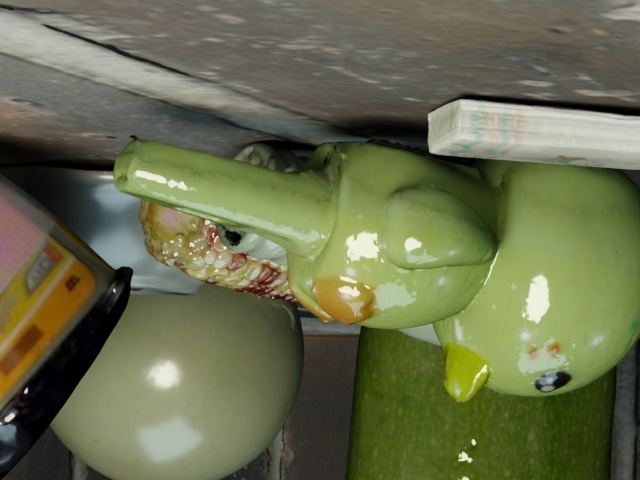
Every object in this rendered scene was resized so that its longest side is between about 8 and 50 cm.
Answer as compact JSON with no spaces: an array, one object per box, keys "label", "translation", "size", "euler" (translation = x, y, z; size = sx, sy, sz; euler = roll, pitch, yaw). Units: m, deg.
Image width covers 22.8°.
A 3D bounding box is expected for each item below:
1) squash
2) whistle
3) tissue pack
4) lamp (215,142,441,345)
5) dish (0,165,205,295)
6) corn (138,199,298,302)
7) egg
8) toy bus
[{"label":"squash","translation":[0.153,0.200,1.542],"size":[0.263,0.384,0.263],"euler":[4,176,0]},{"label":"whistle","translation":[0.045,0.014,0.784],"size":[0.294,0.141,0.141],"euler":[-1,176,-20]},{"label":"tissue pack","translation":[0.107,-0.048,0.732],"size":[0.108,0.023,0.056],"euler":[3,176,-10]},{"label":"lamp","translation":[0.033,-0.003,0.905],"size":[0.193,0.106,0.106],"euler":[16,169,-28]},{"label":"dish","translation":[-0.135,0.001,1.072],"size":[0.229,0.081,0.229],"euler":[1,175,0]},{"label":"corn","translation":[0.000,0.000,0.990],"size":[0.253,0.086,0.086],"euler":[10,171,-43]},{"label":"egg","translation":[-0.121,0.087,1.257],"size":[0.219,0.219,0.269],"euler":[3,-168,-13]},{"label":"toy bus","translation":[-0.258,0.052,0.954],"size":[0.162,0.171,0.386],"euler":[40,159,-14]}]
